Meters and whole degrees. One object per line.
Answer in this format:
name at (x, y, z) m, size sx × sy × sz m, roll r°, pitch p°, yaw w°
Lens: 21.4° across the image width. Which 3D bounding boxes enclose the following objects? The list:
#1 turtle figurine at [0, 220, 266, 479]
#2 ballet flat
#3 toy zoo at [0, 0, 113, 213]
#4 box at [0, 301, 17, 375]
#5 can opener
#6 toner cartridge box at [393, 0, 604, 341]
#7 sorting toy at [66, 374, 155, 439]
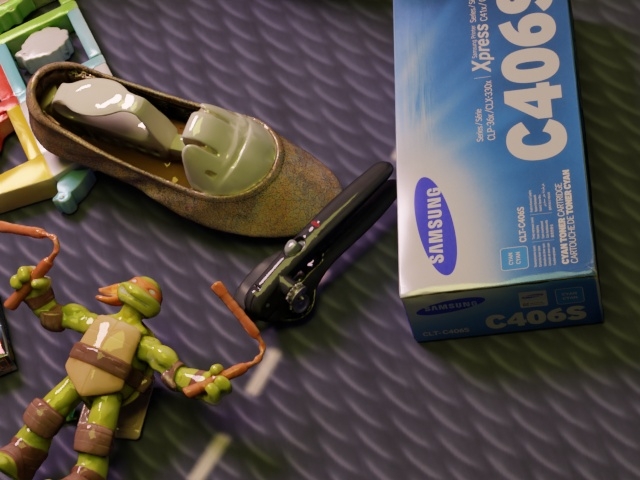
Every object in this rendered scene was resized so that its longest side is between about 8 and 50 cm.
turtle figurine at (-0.196, 0.107, 1.425) m, size 0.269 × 0.087 × 0.217 m, roll 25°, pitch 75°, yaw 13°
ballet flat at (-0.133, -0.086, 1.531) m, size 0.316 × 0.106 × 0.107 m, roll 16°, pitch 66°, yaw 15°
toy zoo at (-0.296, -0.134, 1.677) m, size 0.192 × 0.030 × 0.293 m, roll -26°, pitch 52°, yaw -5°
box at (-0.348, 0.099, 1.525) m, size 0.137 × 0.027 × 0.094 m, roll -21°, pitch 51°, yaw -1°
can opener at (0.000, 0.000, 1.476) m, size 0.186 × 0.059 × 0.073 m, roll -45°, pitch 56°, yaw -8°
toner cartridge box at (0.152, -0.083, 1.496) m, size 0.165 × 0.075 × 0.348 m, roll -8°, pitch 54°, yaw 11°
sorting toy at (-0.188, 0.140, 1.463) m, size 0.083 × 0.012 × 0.062 m, roll 5°, pitch 61°, yaw 14°
